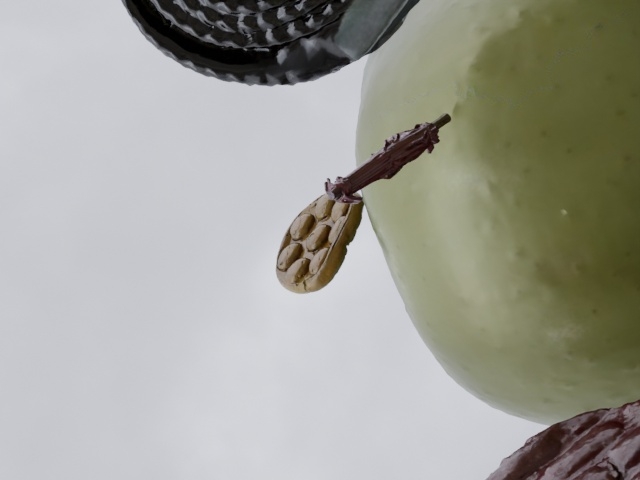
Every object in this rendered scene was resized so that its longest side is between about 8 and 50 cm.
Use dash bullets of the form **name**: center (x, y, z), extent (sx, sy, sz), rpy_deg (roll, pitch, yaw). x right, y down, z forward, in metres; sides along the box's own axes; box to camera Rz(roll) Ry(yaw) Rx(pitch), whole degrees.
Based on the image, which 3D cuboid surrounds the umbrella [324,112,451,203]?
- **umbrella**: center (0.052, -0.060, 1.379), extent (0.165, 0.025, 0.027), rpy_deg (-34, -84, -49)

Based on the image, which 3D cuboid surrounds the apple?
- **apple**: center (0.258, -0.062, 1.633), extent (0.473, 0.473, 0.474), rpy_deg (-6, -81, -41)

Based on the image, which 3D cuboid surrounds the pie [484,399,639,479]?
- **pie**: center (0.203, 0.188, 1.271), extent (0.204, 0.219, 0.054), rpy_deg (-28, -63, 2)

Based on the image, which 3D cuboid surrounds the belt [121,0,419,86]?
- **belt**: center (0.008, -0.214, 1.009), extent (0.184, 0.289, 0.164), rpy_deg (41, -156, 1)

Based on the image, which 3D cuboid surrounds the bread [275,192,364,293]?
- **bread**: center (0.000, 0.000, 1.697), extent (0.024, 0.110, 0.110), rpy_deg (37, -109, -27)
